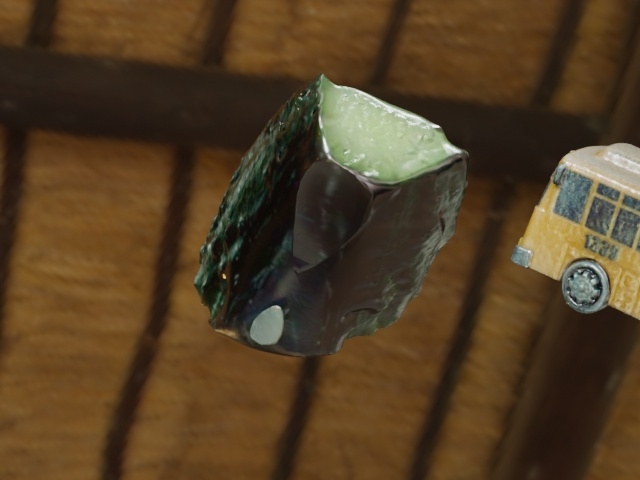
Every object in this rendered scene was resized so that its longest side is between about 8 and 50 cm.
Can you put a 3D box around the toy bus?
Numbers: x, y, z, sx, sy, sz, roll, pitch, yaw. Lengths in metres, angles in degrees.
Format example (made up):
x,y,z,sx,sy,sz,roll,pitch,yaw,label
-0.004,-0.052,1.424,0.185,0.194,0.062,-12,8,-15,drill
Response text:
x,y,z,sx,sy,sz,roll,pitch,yaw,label
0.225,0.007,1.275,0.091,0.182,0.103,-10,-58,-55,toy bus

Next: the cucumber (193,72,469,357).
x,y,z,sx,sy,sz,roll,pitch,yaw,label
0.000,0.000,1.007,0.085,0.115,0.193,-56,-3,-39,cucumber
